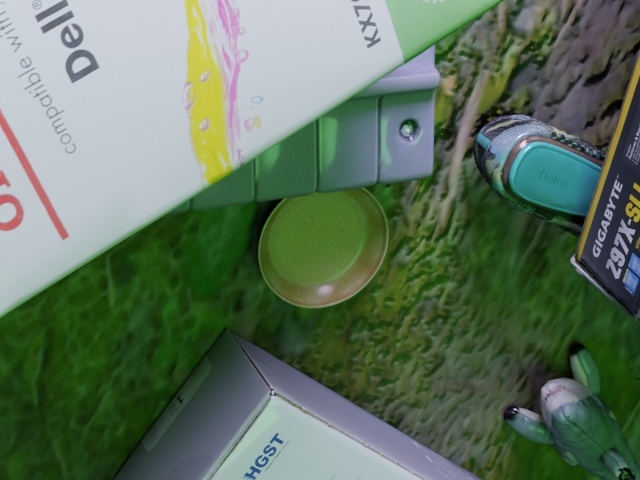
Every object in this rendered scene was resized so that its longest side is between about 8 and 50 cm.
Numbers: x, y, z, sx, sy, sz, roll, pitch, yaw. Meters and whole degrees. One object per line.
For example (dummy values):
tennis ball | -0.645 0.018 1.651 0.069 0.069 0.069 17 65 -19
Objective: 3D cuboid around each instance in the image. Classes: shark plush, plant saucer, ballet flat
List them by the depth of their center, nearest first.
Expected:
plant saucer | 0.000 0.000 0.826 0.083 0.015 0.083 -9 116 -19
ballet flat | 0.169 -0.031 0.853 0.188 0.070 0.070 27 100 -33
shark plush | 0.187 0.149 0.934 0.073 0.067 0.161 -33 120 -6

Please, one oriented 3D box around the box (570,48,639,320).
box | 0.304 -0.113 0.773 0.257 0.079 0.322 -3 122 -25

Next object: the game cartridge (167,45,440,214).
game cartridge | -0.047 -0.186 0.704 0.230 0.068 0.355 -11 116 -22

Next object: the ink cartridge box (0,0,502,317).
ink cartridge box | -0.108 -0.115 0.574 0.353 0.119 0.207 -34 122 -17

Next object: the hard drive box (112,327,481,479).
hard drive box | -0.012 0.193 0.862 0.232 0.089 0.181 35 96 -30
